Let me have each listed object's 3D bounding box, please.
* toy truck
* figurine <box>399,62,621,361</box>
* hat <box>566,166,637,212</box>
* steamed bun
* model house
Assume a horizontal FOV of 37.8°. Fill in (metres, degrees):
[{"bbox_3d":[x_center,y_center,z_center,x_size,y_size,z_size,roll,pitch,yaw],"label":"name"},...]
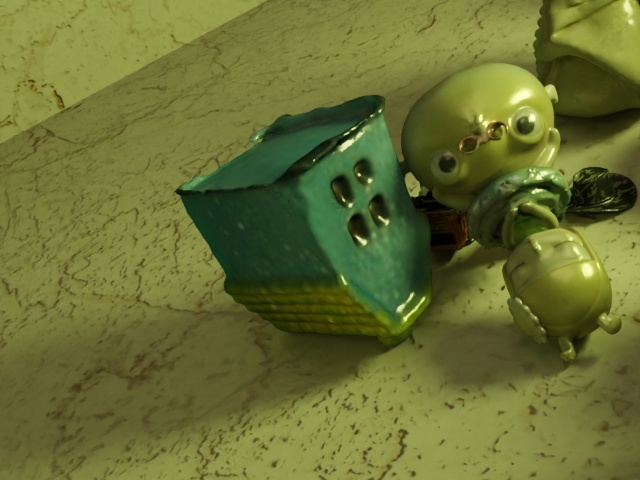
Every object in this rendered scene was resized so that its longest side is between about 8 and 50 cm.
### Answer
[{"bbox_3d":[0.189,-0.053,1.375,0.083,0.092,0.192,-4,25,24],"label":"toy truck"},{"bbox_3d":[0.258,-0.029,1.175,0.227,0.274,0.394,-31,57,13],"label":"figurine"},{"bbox_3d":[0.389,-0.076,1.328,0.121,0.050,0.121,-14,28,7],"label":"hat"},{"bbox_3d":[0.493,-0.361,1.490,0.255,0.367,0.342,21,5,19],"label":"steamed bun"},{"bbox_3d":[0.000,0.000,1.202,0.237,0.303,0.215,-4,24,46],"label":"model house"}]
